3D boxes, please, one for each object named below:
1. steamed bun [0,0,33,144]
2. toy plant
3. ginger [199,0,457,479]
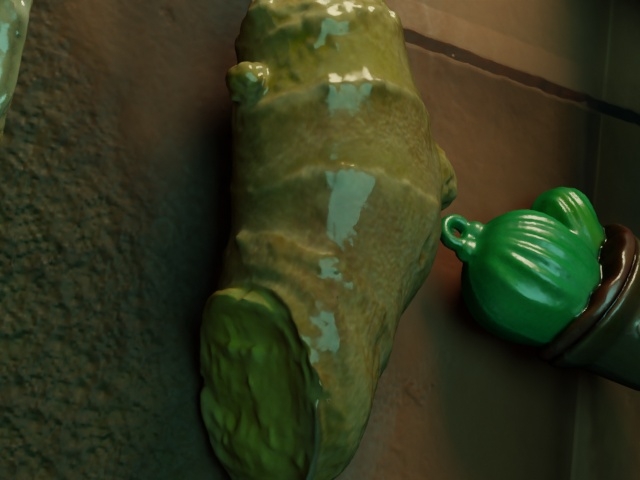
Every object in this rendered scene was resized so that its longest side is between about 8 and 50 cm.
[{"bbox_3d":[-0.241,-0.127,0.765,0.155,0.141,0.172,12,72,-15],"label":"steamed bun"},{"bbox_3d":[0.177,0.025,1.002,0.200,0.105,0.143,35,54,-8],"label":"toy plant"},{"bbox_3d":[0.000,0.000,0.888,0.190,0.126,0.354,25,72,-36],"label":"ginger"}]
